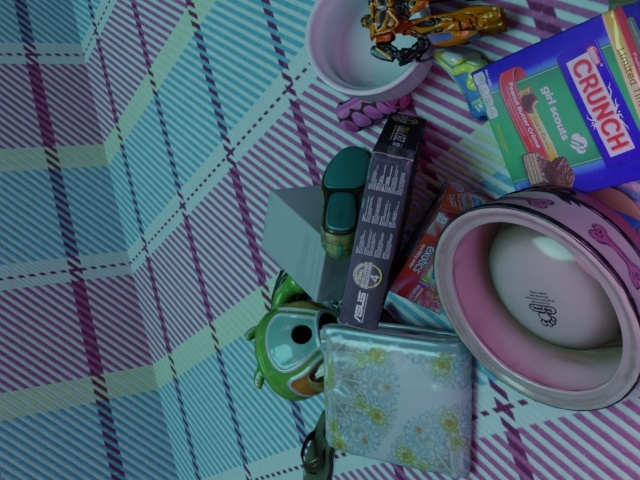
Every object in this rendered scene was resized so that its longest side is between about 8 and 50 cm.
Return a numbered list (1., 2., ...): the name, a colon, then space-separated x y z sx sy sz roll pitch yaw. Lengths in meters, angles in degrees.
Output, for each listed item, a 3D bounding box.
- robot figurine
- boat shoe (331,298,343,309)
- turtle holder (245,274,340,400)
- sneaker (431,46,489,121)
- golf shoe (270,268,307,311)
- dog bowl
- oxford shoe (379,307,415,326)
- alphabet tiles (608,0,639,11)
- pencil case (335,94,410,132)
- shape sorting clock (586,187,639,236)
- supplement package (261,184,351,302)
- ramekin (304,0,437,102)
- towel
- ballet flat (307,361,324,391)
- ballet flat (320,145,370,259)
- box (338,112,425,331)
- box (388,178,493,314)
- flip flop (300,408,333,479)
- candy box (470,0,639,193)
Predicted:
1. robot figurine: 0.215 -0.463 1.720 0.291 0.085 0.211 -6 81 19
2. boat shoe: 0.060 0.148 2.234 0.227 0.081 0.079 45 132 44
3. turtle holder: -0.036 0.256 2.311 0.227 0.243 0.320 -32 31 40
4. sneaker: 0.300 -0.311 1.754 0.240 0.091 0.126 39 130 49
5. golf shoe: -0.098 0.210 2.508 0.120 0.105 0.273 -127 46 -63
6. dog bowl: 0.399 0.086 1.505 0.408 0.150 0.408 31 140 30
7. oxford shoe: 0.137 0.195 2.085 0.227 0.082 0.096 7 104 38
8. alphabet tiles: 0.572 -0.397 1.377 0.285 0.011 0.343 6 101 58
9. pencil case: 0.115 -0.320 2.042 0.209 0.098 0.095 -24 75 58
10. shape sorting clock: 0.497 0.005 1.545 0.206 0.040 0.206 21 116 55
11. supplement package: 0.000 0.000 2.213 0.293 0.175 0.178 43 131 46
12. ramekin: 0.119 -0.431 1.873 0.277 0.135 0.277 -3 83 22
13. towel: 0.170 0.351 1.993 0.374 0.090 0.321 5 105 32
14. ballet flat: 0.069 0.296 2.134 0.232 0.073 0.080 -36 55 6
15. ballet flat: 0.056 -0.087 2.059 0.349 0.123 0.123 -80 11 -49
16. box: 0.139 -0.047 1.892 0.318 0.097 0.395 -67 -12 -65
17. box: 0.257 0.016 1.811 0.123 0.128 0.257 -68 5 -47
18. flip flop: -0.013 0.588 2.437 0.112 0.080 0.277 49 134 42
19. candy box: 0.439 -0.217 1.454 0.317 0.122 0.268 -16 98 55
